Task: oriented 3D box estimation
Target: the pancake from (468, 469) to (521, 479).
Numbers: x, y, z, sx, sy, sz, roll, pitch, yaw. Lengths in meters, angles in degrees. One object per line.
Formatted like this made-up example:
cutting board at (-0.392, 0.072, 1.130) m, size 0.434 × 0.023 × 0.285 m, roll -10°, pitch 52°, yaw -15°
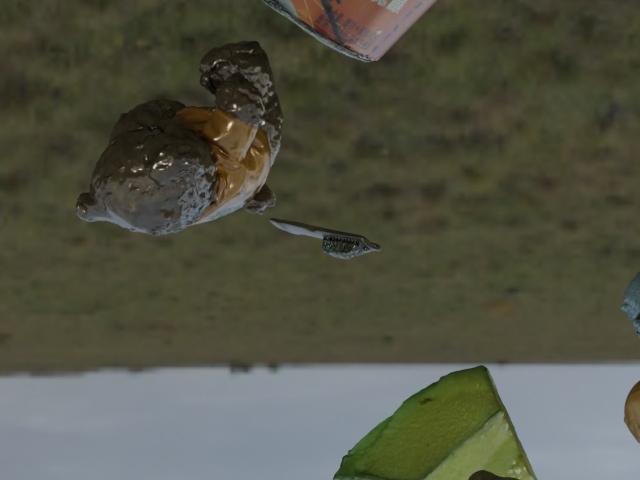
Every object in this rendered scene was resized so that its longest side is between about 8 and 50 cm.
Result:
pancake at (0.130, 0.293, 1.089) m, size 0.050 × 0.294 × 0.294 m, roll 0°, pitch 176°, yaw -5°

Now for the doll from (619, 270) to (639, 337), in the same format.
doll at (0.289, 0.057, 1.032) m, size 0.180 × 0.075 × 0.120 m, roll 13°, pitch -164°, yaw 9°

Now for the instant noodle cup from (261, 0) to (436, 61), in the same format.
instant noodle cup at (0.022, -0.292, 1.257) m, size 0.296 × 0.214 × 0.296 m, roll 35°, pitch -166°, yaw -10°

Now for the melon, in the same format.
melon at (0.165, 0.301, 1.520) m, size 0.196 × 0.323 × 0.124 m, roll -36°, pitch -163°, yaw -18°

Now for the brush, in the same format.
brush at (0.000, 0.000, 1.738) m, size 0.034 × 0.027 × 0.190 m, roll 27°, pitch 173°, yaw -34°

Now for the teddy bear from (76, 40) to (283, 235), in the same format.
teddy bear at (-0.114, -0.066, 1.285) m, size 0.177 × 0.140 × 0.190 m, roll -27°, pitch -178°, yaw 37°

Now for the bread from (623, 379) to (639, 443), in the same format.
bread at (0.345, 0.143, 1.278) m, size 0.189 × 0.077 × 0.114 m, roll 2°, pitch 137°, yaw 22°
